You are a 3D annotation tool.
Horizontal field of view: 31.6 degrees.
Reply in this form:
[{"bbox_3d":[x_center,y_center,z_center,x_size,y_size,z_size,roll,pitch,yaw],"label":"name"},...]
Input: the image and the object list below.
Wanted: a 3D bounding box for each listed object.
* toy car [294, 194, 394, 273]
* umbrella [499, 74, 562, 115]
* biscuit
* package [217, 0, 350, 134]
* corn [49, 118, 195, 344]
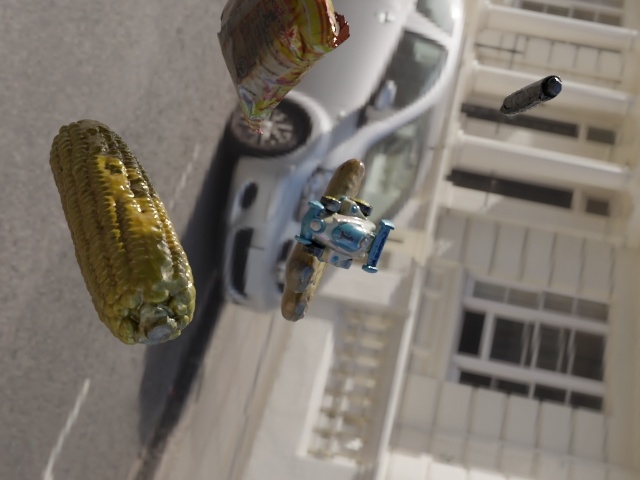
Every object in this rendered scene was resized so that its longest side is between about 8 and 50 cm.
[{"bbox_3d":[0.043,-0.013,1.950,0.161,0.098,0.126,17,95,-53],"label":"toy car"},{"bbox_3d":[0.272,-0.184,1.458,0.133,0.031,0.036,158,-48,-74],"label":"umbrella"},{"bbox_3d":[0.000,0.000,2.187,0.237,0.062,0.290,103,13,-63],"label":"biscuit"},{"bbox_3d":[-0.060,-0.294,1.550,0.288,0.108,0.223,-44,-128,50],"label":"package"},{"bbox_3d":[-0.232,-0.018,1.296,0.120,0.120,0.363,97,-27,-42],"label":"corn"}]
